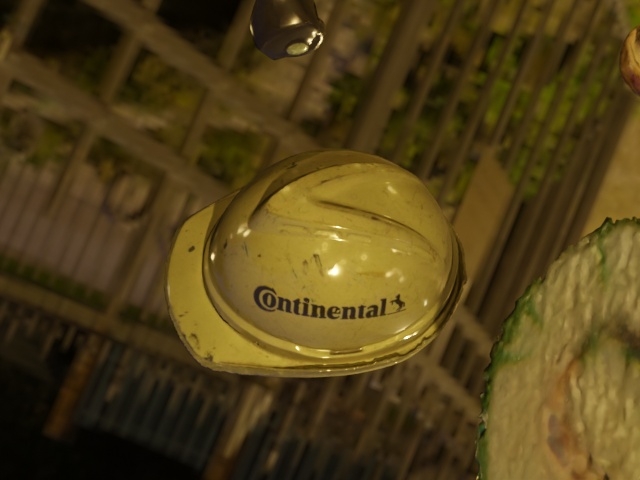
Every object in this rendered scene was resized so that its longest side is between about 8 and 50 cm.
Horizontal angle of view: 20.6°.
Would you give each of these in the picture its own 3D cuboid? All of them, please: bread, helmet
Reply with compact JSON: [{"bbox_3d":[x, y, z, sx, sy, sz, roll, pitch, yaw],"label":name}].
[{"bbox_3d":[0.229,0.170,1.124,0.129,0.382,0.366,15,-147,-31],"label":"bread"},{"bbox_3d":[-0.004,-0.001,1.446,0.257,0.204,0.137,-10,151,-6],"label":"helmet"}]

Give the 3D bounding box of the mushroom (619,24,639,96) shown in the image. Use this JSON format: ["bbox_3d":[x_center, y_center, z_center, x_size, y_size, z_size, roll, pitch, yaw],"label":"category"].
[{"bbox_3d":[0.291,-0.228,1.216,0.128,0.128,0.350,21,139,11],"label":"mushroom"}]

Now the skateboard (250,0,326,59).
[{"bbox_3d":[0.025,-0.111,0.433,0.151,0.067,0.080,-23,153,22],"label":"skateboard"}]
